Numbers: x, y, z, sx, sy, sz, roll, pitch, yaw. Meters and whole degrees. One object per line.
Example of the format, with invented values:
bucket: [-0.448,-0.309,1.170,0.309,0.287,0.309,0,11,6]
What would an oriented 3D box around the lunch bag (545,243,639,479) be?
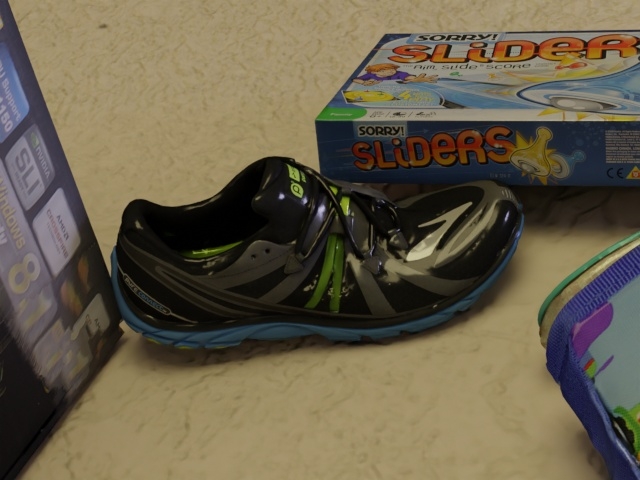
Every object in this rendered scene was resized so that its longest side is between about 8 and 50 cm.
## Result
lunch bag: [0.228,0.051,0.482,0.293,0.138,0.221,-26,48,-3]

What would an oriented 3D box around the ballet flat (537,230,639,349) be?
ballet flat: [0.170,0.011,0.612,0.168,0.057,0.052,-27,51,-18]

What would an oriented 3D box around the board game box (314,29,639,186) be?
board game box: [0.113,-0.068,0.722,0.201,0.035,0.136,1,25,17]

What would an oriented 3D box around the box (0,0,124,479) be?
box: [-0.227,-0.019,0.481,0.097,0.395,0.318,5,39,24]

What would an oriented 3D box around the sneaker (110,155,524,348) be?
sneaker: [0.000,0.000,0.650,0.188,0.078,0.067,-7,36,-3]
